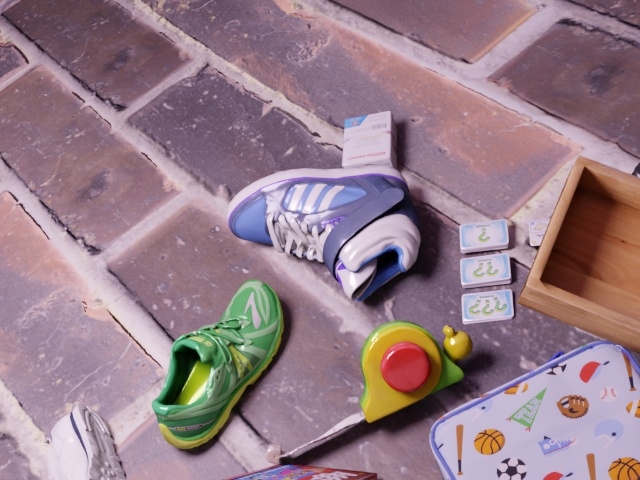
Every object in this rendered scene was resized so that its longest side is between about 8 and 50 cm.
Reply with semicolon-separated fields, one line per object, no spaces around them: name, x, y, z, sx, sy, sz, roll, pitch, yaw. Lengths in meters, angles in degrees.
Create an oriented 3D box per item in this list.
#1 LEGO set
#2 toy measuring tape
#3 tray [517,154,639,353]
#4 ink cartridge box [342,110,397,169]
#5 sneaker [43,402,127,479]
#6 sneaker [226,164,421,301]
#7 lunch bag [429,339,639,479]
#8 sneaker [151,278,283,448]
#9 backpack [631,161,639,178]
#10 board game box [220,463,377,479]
LEGO set;0.328;0.027;1.373;0.244;0.060;0.182;-7;53;16
toy measuring tape;0.057;0.195;1.287;0.330;0.121;0.121;-25;46;-1
tray;0.481;0.063;1.155;0.411;0.076;0.203;23;68;10
ink cartridge box;0.089;-0.166;1.638;0.088;0.052;0.122;-8;47;15
sneaker;-0.349;0.353;1.350;0.095;0.090;0.235;-36;42;5
sneaker;0.000;0.000;1.473;0.323;0.130;0.236;-10;44;6
lunch bag;0.301;0.263;1.139;0.303;0.115;0.243;-25;41;-2
sneaker;-0.151;0.172;1.389;0.109;0.123;0.295;11;55;30
backpack;0.522;-0.030;1.299;0.182;0.152;0.115;36;77;28
board game box;-0.041;0.311;1.138;0.145;0.281;0.027;2;84;22
